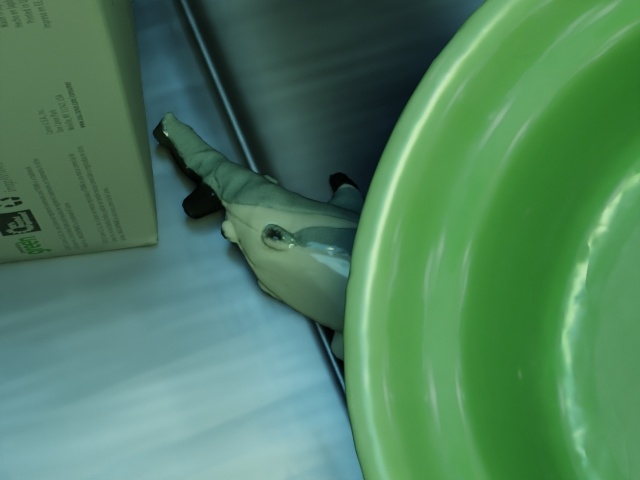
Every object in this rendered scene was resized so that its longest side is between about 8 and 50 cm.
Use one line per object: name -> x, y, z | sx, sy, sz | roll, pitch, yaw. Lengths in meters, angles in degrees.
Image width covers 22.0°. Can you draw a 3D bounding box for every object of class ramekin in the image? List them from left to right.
ramekin -> 0.174, 0.035, 0.562 | 0.303, 0.148, 0.303 | -5, 79, 24

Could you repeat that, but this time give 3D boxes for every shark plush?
shark plush -> 0.000, 0.000, 0.687 | 0.161, 0.073, 0.067 | 24, 52, 20

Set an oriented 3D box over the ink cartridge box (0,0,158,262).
ink cartridge box -> -0.203, -0.077, 0.550 | 0.272, 0.309, 0.130 | -7, 77, -4
